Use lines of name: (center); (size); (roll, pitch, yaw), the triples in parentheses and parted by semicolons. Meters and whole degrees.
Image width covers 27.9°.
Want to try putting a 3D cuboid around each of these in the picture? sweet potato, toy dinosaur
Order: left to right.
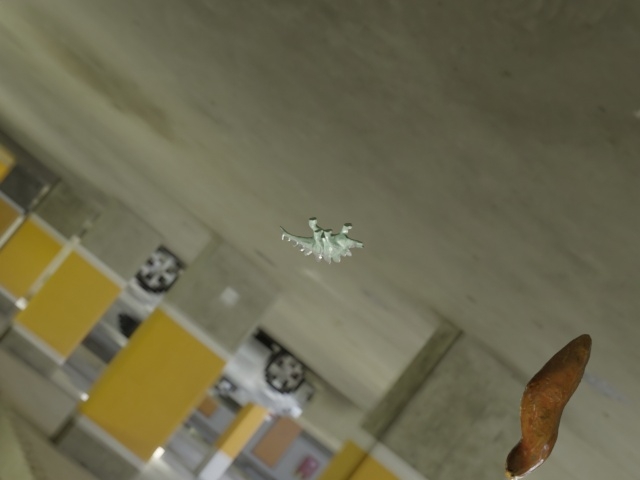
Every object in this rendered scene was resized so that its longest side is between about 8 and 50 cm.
toy dinosaur: (-0.002, 0.001, 2.302); (0.209, 0.039, 0.082); (12, 131, 39)
sweet potato: (0.269, 0.195, 1.536); (0.058, 0.202, 0.055); (23, 167, 25)
